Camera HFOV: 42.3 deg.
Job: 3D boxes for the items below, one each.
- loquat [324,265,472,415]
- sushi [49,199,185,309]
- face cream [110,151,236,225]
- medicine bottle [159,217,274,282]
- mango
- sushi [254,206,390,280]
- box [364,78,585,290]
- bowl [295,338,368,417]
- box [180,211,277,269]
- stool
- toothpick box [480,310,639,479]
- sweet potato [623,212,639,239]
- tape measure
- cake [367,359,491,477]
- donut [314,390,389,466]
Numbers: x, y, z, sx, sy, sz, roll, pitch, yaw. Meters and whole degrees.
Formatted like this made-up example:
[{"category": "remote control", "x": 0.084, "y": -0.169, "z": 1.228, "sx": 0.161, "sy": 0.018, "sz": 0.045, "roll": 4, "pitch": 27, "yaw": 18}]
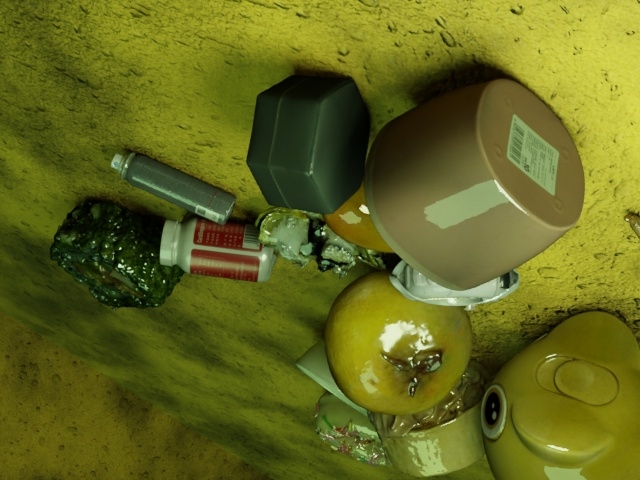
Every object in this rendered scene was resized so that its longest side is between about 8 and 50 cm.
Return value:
[{"category": "loquat", "x": 0.159, "y": 0.208, "z": 1.792, "sx": 0.328, "sy": 0.328, "sz": 0.359, "roll": 38, "pitch": -177, "yaw": -24}, {"category": "sushi", "x": -0.531, "y": 0.034, "z": 2.140, "sx": 0.352, "sy": 0.178, "sz": 0.294, "roll": -1, "pitch": 140, "yaw": 44}, {"category": "face cream", "x": -0.327, "y": -0.121, "z": 1.830, "sx": 0.283, "sy": 0.073, "sz": 0.073, "roll": 24, "pitch": 152, "yaw": -1}, {"category": "medicine bottle", "x": -0.232, "y": 0.019, "z": 1.882, "sx": 0.250, "sy": 0.131, "sz": 0.131, "roll": 7, "pitch": 151, "yaw": -3}, {"category": "mango", "x": 0.098, "y": -0.046, "z": 1.592, "sx": 0.221, "sy": 0.120, "sz": 0.151, "roll": 32, "pitch": 150, "yaw": -31}, {"category": "sushi", "x": 0.002, "y": -0.007, "z": 1.717, "sx": 0.291, "sy": 0.131, "sz": 0.139, "roll": 17, "pitch": 162, "yaw": 15}, {"category": "box", "x": 0.241, "y": -0.095, "z": 1.256, "sx": 0.301, "sy": 0.301, "sz": 0.216, "roll": 36, "pitch": 142, "yaw": -21}, {"category": "bowl", "x": 0.079, "y": 0.355, "z": 2.220, "sx": 0.277, "sy": 0.145, "sz": 0.277, "roll": 36, "pitch": 171, "yaw": 7}, {"category": "box", "x": -0.228, "y": 0.011, "z": 2.000, "sx": 0.243, "sy": 0.055, "sz": 0.103, "roll": 31, "pitch": 150, "yaw": -11}, {"category": "stool", "x": -0.017, "y": -0.163, "z": 1.385, "sx": 0.141, "sy": 0.232, "sz": 0.232, "roll": 11, "pitch": 149, "yaw": 25}, {"category": "toothpick box", "x": 0.534, "y": 0.392, "z": 1.713, "sx": 0.409, "sy": 0.409, "sz": 0.425, "roll": 9, "pitch": 142, "yaw": 26}, {"category": "sweet potato", "x": 0.594, "y": 0.017, "z": 1.404, "sx": 0.214, "sy": 0.050, "sz": 0.050, "roll": 34, "pitch": 151, "yaw": -5}, {"category": "tape measure", "x": 0.261, "y": 0.072, "z": 1.580, "sx": 0.236, "sy": 0.120, "sz": 0.197, "roll": 3, "pitch": 172, "yaw": -17}, {"category": "cake", "x": 0.253, "y": 0.355, "z": 2.000, "sx": 0.332, "sy": 0.332, "sz": 0.321, "roll": -7, "pitch": 113, "yaw": 43}, {"category": "donut", "x": 0.125, "y": 0.587, "z": 2.611, "sx": 0.307, "sy": 0.150, "sz": 0.371, "roll": 17, "pitch": 152, "yaw": 13}]
